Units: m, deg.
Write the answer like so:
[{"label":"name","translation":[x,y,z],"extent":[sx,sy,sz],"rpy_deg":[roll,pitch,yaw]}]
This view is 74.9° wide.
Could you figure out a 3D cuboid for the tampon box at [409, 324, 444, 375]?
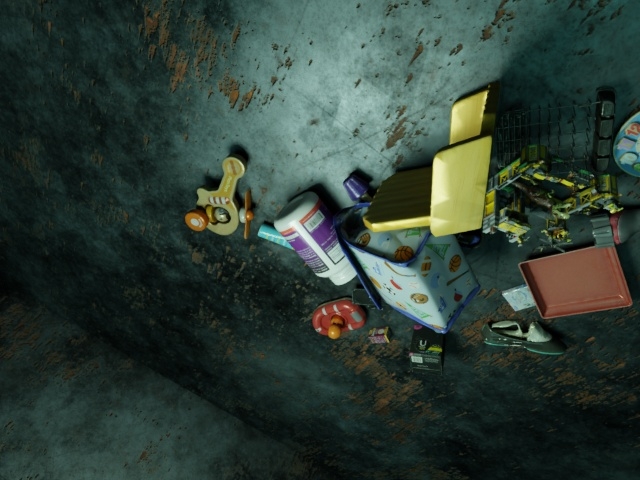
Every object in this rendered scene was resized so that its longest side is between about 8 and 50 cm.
[{"label":"tampon box","translation":[0.421,0.425,1.633],"extent":[0.121,0.161,0.101],"rpy_deg":[0,126,21]}]

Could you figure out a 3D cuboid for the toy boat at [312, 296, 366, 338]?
[{"label":"toy boat","translation":[0.067,0.340,1.718],"extent":[0.231,0.151,0.151],"rpy_deg":[-23,115,34]}]

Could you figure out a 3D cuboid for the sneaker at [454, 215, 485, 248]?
[{"label":"sneaker","translation":[0.406,-0.026,1.267],"extent":[0.128,0.182,0.315],"rpy_deg":[27,132,2]}]

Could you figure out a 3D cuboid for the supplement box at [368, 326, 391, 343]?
[{"label":"supplement box","translation":[0.250,0.397,1.754],"extent":[0.083,0.055,0.043],"rpy_deg":[-13,119,29]}]

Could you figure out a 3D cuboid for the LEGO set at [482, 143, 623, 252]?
[{"label":"LEGO set","translation":[0.585,-0.077,1.076],"extent":[0.331,0.192,0.255],"rpy_deg":[22,155,-19]}]

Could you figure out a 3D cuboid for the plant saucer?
[{"label":"plant saucer","translation":[0.797,0.124,1.315],"extent":[0.259,0.047,0.258],"rpy_deg":[-19,118,32]}]

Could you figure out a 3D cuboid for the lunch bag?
[{"label":"lunch bag","translation":[0.227,0.065,1.276],"extent":[0.385,0.239,0.327],"rpy_deg":[24,154,52]}]

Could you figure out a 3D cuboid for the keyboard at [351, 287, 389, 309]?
[{"label":"keyboard","translation":[0.213,0.230,1.640],"extent":[0.180,0.023,0.108],"rpy_deg":[1,121,10]}]

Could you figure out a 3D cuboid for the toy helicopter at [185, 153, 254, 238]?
[{"label":"toy helicopter","translation":[-0.328,-0.151,1.504],"extent":[0.235,0.140,0.355],"rpy_deg":[27,129,-3]}]

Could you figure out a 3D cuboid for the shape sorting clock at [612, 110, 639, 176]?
[{"label":"shape sorting clock","translation":[0.832,-0.242,1.013],"extent":[0.206,0.040,0.206],"rpy_deg":[12,130,14]}]

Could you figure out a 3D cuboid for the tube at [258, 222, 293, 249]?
[{"label":"tube","translation":[-0.134,-0.005,1.601],"extent":[0.207,0.052,0.080],"rpy_deg":[21,143,-2]}]

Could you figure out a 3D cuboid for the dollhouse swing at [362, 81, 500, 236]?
[{"label":"dollhouse swing","translation":[0.275,-0.210,1.067],"extent":[0.305,0.346,0.315],"rpy_deg":[8,129,22]}]

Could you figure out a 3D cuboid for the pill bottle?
[{"label":"pill bottle","translation":[0.000,0.000,1.455],"extent":[0.182,0.181,0.323],"rpy_deg":[-25,114,35]}]

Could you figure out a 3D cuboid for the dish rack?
[{"label":"dish rack","translation":[0.598,-0.263,1.076],"extent":[0.272,0.074,0.208],"rpy_deg":[-1,125,25]}]

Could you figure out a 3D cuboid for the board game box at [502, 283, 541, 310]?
[{"label":"board game box","translation":[0.690,0.195,1.434],"extent":[0.090,0.020,0.090],"rpy_deg":[-29,112,36]}]

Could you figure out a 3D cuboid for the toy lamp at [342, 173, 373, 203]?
[{"label":"toy lamp","translation":[0.182,-0.106,1.365],"extent":[0.275,0.080,0.080],"rpy_deg":[42,130,-13]}]

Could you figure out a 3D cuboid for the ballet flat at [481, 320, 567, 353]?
[{"label":"ballet flat","translation":[0.725,0.340,1.491],"extent":[0.281,0.095,0.096],"rpy_deg":[2,115,21]}]

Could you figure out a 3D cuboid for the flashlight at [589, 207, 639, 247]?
[{"label":"flashlight","translation":[0.888,-0.051,1.094],"extent":[0.304,0.103,0.103],"rpy_deg":[-11,88,35]}]
